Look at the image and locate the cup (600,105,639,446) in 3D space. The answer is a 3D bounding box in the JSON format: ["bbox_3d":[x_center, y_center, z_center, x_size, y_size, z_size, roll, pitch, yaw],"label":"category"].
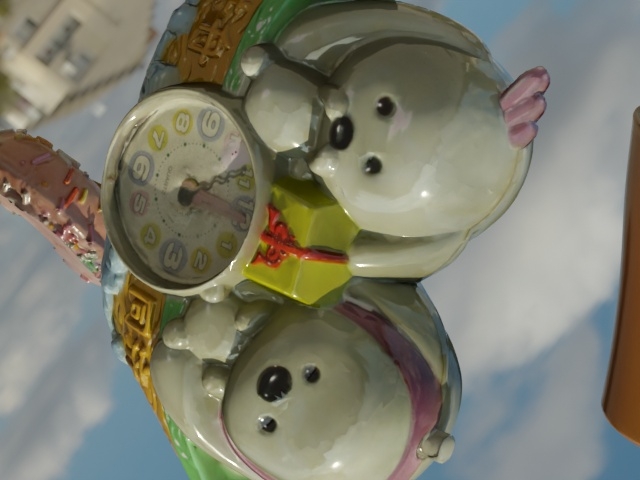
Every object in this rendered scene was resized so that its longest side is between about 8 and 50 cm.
[{"bbox_3d":[0.296,0.015,1.391,0.226,0.182,0.264,-85,-175,-70],"label":"cup"}]

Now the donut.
[{"bbox_3d":[-0.209,-0.024,1.550,0.065,0.166,0.117,-52,-144,-12],"label":"donut"}]

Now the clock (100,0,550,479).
[{"bbox_3d":[0.000,0.000,0.656,0.103,0.144,0.231,-3,110,-53],"label":"clock"}]
